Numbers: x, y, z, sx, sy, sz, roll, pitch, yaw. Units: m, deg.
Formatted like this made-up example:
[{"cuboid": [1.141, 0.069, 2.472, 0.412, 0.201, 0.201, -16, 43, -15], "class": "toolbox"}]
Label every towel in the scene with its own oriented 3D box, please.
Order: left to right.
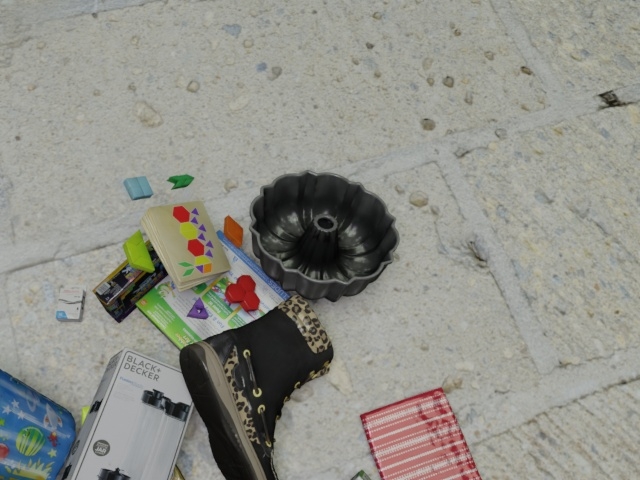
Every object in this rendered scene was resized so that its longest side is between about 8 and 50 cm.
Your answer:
[{"cuboid": [0.217, 0.464, 1.254, 0.199, 0.031, 0.274, -16, 69, -11], "class": "towel"}]

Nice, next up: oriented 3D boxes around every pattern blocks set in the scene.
[{"cuboid": [-0.271, 0.009, 1.249, 0.286, 0.026, 0.324, -3, 67, -45], "class": "pattern blocks set"}]

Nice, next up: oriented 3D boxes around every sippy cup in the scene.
[{"cuboid": [-0.567, 0.342, 1.056, 0.224, 0.240, 0.305, 36, 33, -30], "class": "sippy cup"}]

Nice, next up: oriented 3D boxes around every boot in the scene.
[{"cuboid": [-0.090, 0.315, 1.197, 0.284, 0.138, 0.377, -29, 102, -39], "class": "boot"}]

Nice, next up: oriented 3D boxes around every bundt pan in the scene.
[{"cuboid": [0.000, 0.000, 1.335, 0.331, 0.124, 0.330, 7, 48, -8], "class": "bundt pan"}]

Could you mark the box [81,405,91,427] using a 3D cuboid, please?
[{"cuboid": [-0.421, 0.409, 1.147, 0.043, 0.109, 0.178, -4, 68, -12], "class": "box"}]

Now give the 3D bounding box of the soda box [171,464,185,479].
[{"cuboid": [-0.323, 0.429, 1.180, 0.061, 0.058, 0.181, -32, 75, -19], "class": "soda box"}]

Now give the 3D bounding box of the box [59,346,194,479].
[{"cuboid": [-0.343, 0.360, 1.094, 0.169, 0.087, 0.289, 30, 51, -21], "class": "box"}]

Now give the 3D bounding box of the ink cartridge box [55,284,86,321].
[{"cuboid": [-0.530, 0.130, 1.292, 0.048, 0.028, 0.083, 2, 67, -7], "class": "ink cartridge box"}]

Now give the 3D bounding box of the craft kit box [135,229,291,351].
[{"cuboid": [-0.221, 0.144, 1.315, 0.250, 0.061, 0.247, 43, 66, 11], "class": "craft kit box"}]

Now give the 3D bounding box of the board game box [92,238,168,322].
[{"cuboid": [-0.384, 0.082, 1.270, 0.048, 0.141, 0.170, 40, 68, 11], "class": "board game box"}]

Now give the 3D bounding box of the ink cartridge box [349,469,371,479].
[{"cuboid": [0.108, 0.561, 1.162, 0.109, 0.062, 0.209, -43, 78, 0], "class": "ink cartridge box"}]
